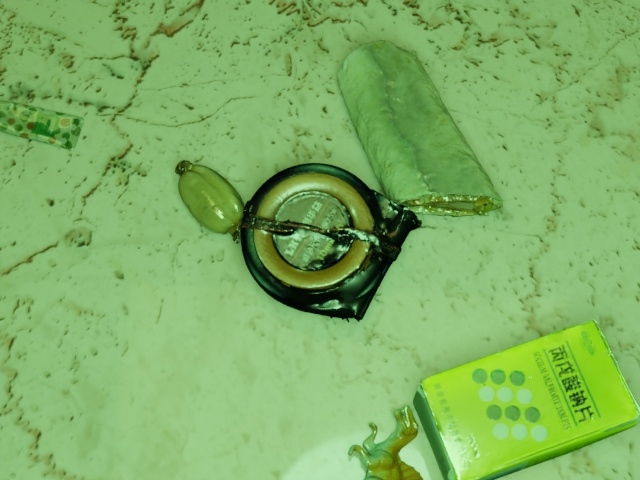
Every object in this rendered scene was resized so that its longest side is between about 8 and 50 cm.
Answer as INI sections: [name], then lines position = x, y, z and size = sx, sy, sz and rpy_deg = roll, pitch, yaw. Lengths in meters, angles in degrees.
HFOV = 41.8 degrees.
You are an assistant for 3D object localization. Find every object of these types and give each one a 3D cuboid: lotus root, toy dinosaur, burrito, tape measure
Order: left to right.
[lotus root]
position = -0.153, -0.055, 1.206
size = 0.073, 0.062, 0.150
rpy_deg = -33, 74, -33
[tape measure]
position = 0.000, 0.000, 1.147
size = 0.222, 0.135, 0.202
rpy_deg = 28, 81, 8
[toy dinosaur]
position = 0.086, 0.334, 1.081
size = 0.142, 0.057, 0.212
rpy_deg = -14, 82, -23
[burrito]
position = 0.133, -0.150, 1.209
size = 0.143, 0.105, 0.299
rpy_deg = -21, 70, -10

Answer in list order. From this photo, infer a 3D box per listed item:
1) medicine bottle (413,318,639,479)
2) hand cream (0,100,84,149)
[medicine bottle]
position = 0.255, 0.215, 1.063
size = 0.250, 0.141, 0.137
rpy_deg = -19, 68, -5
[hand cream]
position = -0.448, -0.181, 1.278
size = 0.165, 0.037, 0.057
rpy_deg = 13, 72, 0
